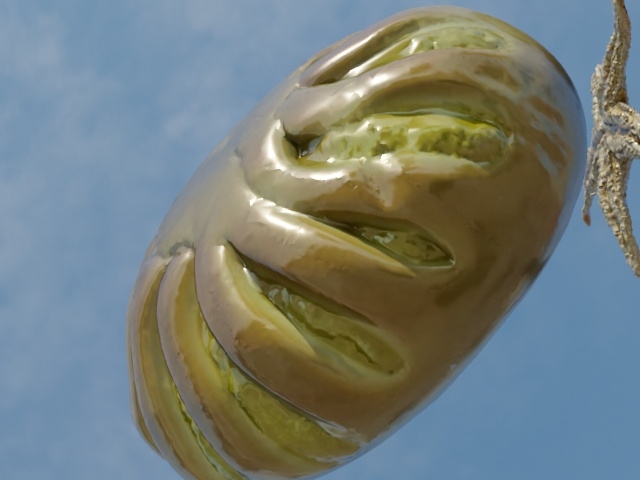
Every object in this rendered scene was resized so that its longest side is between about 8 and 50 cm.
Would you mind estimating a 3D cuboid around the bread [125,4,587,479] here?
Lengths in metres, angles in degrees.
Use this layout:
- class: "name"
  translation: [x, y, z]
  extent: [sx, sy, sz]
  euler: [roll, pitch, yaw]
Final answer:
- class: "bread"
  translation: [0.000, 0.000, 0.460]
  extent: [0.105, 0.213, 0.213]
  euler: [40, -82, -17]

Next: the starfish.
- class: "starfish"
  translation: [0.287, -0.081, 1.195]
  extent: [0.048, 0.231, 0.295]
  euler: [-3, -41, -5]
